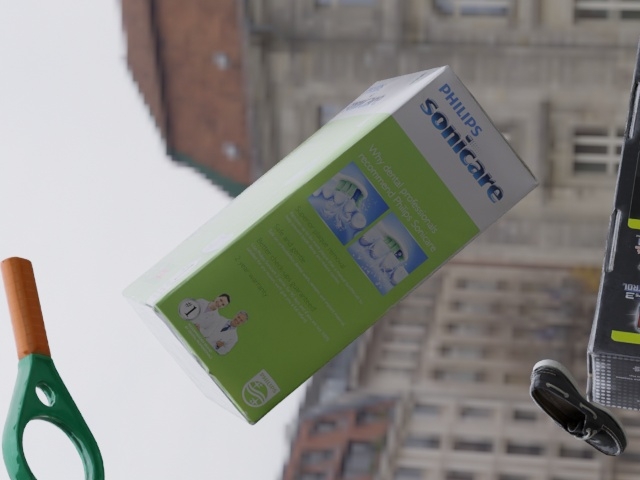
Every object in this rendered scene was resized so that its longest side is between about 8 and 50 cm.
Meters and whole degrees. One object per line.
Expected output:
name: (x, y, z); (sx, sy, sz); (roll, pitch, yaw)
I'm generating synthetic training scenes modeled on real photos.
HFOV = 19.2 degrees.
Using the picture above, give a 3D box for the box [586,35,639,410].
box: (0.283, -0.006, 0.961); (0.060, 0.270, 0.216); (75, -156, -59)

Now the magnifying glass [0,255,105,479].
magnifying glass: (-0.226, 0.117, 1.517); (0.092, 0.026, 0.231); (18, -131, -47)

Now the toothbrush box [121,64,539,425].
toothbrush box: (0.000, 0.000, 1.463); (0.122, 0.283, 0.206); (50, 170, -9)

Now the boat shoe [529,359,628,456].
boat shoe: (0.244, 0.167, 1.797); (0.125, 0.046, 0.038); (48, -140, -18)
